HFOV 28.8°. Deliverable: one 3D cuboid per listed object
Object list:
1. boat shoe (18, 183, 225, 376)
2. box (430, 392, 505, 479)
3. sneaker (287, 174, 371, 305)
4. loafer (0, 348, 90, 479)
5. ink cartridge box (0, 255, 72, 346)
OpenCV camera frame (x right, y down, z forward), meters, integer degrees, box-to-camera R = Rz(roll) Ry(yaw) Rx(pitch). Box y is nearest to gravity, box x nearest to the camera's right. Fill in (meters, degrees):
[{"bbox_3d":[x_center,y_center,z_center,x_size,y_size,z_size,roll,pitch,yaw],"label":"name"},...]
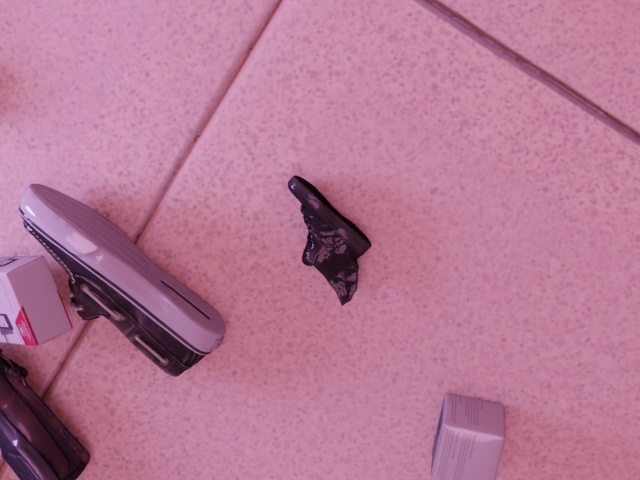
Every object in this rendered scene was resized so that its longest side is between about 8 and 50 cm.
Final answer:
[{"bbox_3d":[-0.287,0.064,1.678,0.335,0.121,0.119,41,103,-8],"label":"boat shoe"},{"bbox_3d":[0.200,0.279,1.691,0.087,0.101,0.102,11,109,4],"label":"box"},{"bbox_3d":[0.000,-0.001,1.659,0.170,0.051,0.089,42,102,-10],"label":"sneaker"},{"bbox_3d":[-0.442,0.227,1.776,0.109,0.095,0.303,-20,104,54],"label":"loafer"},{"bbox_3d":[-0.412,0.081,1.686,0.150,0.063,0.109,-3,111,52],"label":"ink cartridge box"}]
